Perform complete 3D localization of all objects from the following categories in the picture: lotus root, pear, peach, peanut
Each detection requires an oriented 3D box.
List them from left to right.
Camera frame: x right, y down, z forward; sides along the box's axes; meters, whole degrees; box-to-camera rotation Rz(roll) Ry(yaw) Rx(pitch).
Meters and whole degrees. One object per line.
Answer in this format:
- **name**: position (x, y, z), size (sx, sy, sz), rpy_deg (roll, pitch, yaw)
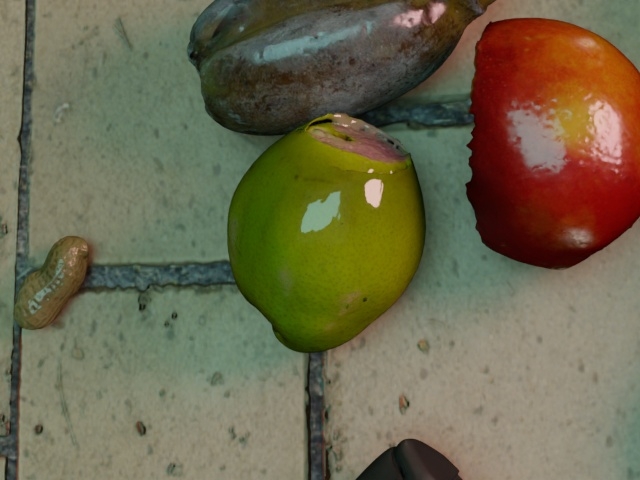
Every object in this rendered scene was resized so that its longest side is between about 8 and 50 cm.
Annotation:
- **peanut**: position (-0.281, 0.044, 1.242), size (0.054, 0.054, 0.113), rpy_deg (36, 90, 15)
- **pear**: position (0.000, 0.000, 1.118), size (0.187, 0.187, 0.220), rpy_deg (31, 115, 15)
- **lotus root**: position (0.029, -0.197, 1.153), size (0.322, 0.140, 0.158), rpy_deg (-15, 56, 6)
- **peach**: position (0.197, -0.092, 1.070), size (0.226, 0.190, 0.196), rpy_deg (52, 142, 7)

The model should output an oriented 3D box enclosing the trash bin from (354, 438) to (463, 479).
- **trash bin**: position (0.125, 0.287, 1.050), size (0.236, 0.176, 0.101), rpy_deg (44, 93, 11)
